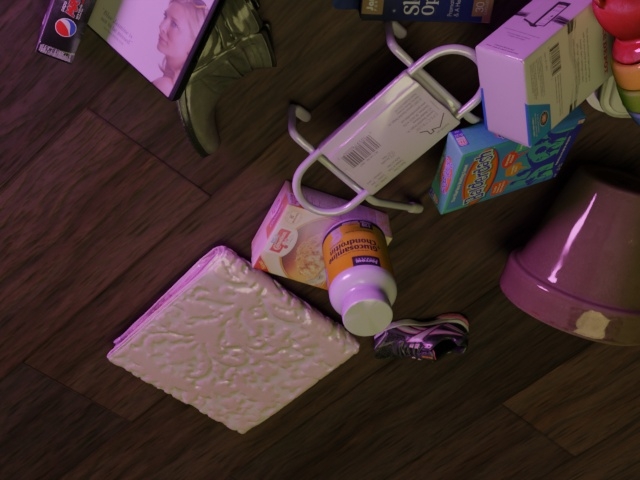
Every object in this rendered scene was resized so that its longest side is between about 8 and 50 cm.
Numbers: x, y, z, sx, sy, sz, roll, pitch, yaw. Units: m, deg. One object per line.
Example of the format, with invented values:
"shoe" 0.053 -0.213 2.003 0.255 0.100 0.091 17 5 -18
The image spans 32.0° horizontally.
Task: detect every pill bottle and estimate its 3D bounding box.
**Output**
"pill bottle" 0.061 0.057 1.700 0.103 0.184 0.103 -4 128 -5

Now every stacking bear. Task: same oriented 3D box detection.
"stacking bear" 0.467 -0.250 1.510 0.175 0.164 0.289 -42 115 -14

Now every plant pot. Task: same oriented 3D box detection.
"plant pot" 0.440 0.009 1.771 0.263 0.263 0.229 10 111 -14

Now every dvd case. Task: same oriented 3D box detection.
"dvd case" -0.205 -0.334 1.467 0.180 0.022 0.253 42 125 16

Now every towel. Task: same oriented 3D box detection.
"towel" -0.152 0.183 1.962 0.332 0.053 0.317 35 119 -29

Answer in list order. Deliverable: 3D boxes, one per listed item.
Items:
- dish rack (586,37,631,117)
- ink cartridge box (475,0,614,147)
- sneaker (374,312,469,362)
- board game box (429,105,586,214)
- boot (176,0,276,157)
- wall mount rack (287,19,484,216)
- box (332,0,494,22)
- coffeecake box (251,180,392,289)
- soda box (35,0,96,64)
"dish rack" 0.572 -0.289 1.630 0.333 0.072 0.285 0 131 -4
"ink cartridge box" 0.317 -0.251 1.556 0.203 0.086 0.148 -40 136 -27
"sneaker" 0.179 0.182 1.978 0.178 0.077 0.072 -17 128 9
"board game box" 0.278 -0.127 1.675 0.210 0.047 0.160 -18 153 -16
"boot" -0.134 -0.235 1.598 0.161 0.083 0.246 -15 131 0
"wall mount rack" 0.131 -0.157 1.665 0.350 0.130 0.304 -39 120 24
"box" 0.133 -0.368 1.540 0.225 0.036 0.136 1 130 -5
"coffeecake box" 0.000 0.000 1.812 0.185 0.068 0.142 18 126 -19
"soda box" -0.333 -0.327 1.509 0.053 0.060 0.169 18 125 -21
